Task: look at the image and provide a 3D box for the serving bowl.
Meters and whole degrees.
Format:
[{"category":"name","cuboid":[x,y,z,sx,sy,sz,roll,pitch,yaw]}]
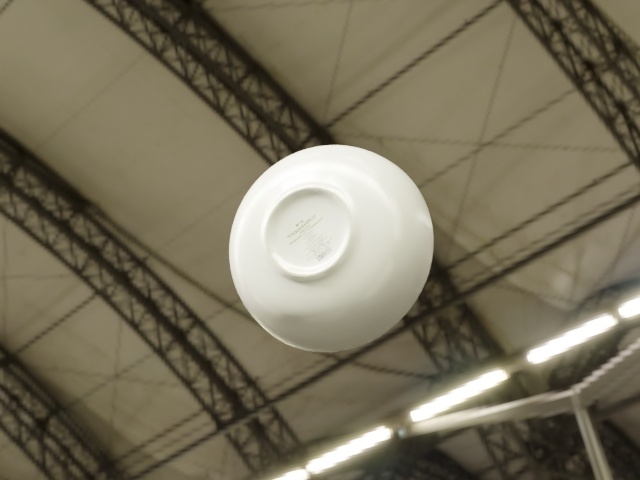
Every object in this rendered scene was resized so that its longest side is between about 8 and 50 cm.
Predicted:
[{"category":"serving bowl","cuboid":[0.000,0.000,0.447,0.083,0.083,0.027,-20,-20,14]}]
